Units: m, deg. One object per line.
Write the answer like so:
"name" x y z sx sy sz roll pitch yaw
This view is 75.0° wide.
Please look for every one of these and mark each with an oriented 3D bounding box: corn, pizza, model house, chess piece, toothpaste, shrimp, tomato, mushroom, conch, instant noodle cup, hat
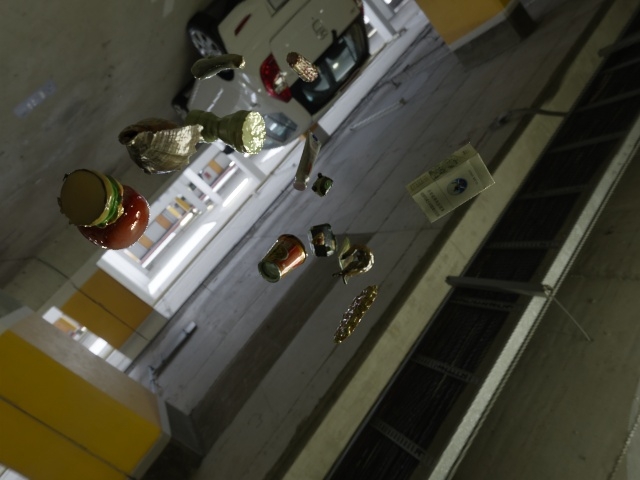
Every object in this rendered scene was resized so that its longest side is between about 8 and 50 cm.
"corn" -0.085 -0.840 2.015 0.092 0.092 0.280 -41 173 16
"pizza" 0.000 0.000 2.151 0.083 0.078 0.025 -49 -144 11
"model house" 0.028 -0.006 2.573 0.170 0.193 0.211 -10 -175 -11
"chess piece" -0.547 -0.630 2.349 0.442 0.234 0.234 15 -127 24
"toothpaste" -0.057 -0.361 1.874 0.066 0.100 0.323 -17 -135 37
"shrimp" 0.156 0.092 1.928 0.254 0.145 0.059 -9 -170 -35
"tomato" -0.959 -0.104 1.955 0.321 0.321 0.321 -41 -162 16
"mushroom" -0.471 -0.797 1.904 0.278 0.096 0.099 -6 -121 22
"conch" -0.578 -0.340 1.526 0.297 0.210 0.352 -11 -154 9
"instant noodle cup" -0.197 0.096 2.055 0.193 0.193 0.212 -30 -170 41
"hat" 0.001 -0.204 1.529 0.077 0.059 0.076 -59 -158 11

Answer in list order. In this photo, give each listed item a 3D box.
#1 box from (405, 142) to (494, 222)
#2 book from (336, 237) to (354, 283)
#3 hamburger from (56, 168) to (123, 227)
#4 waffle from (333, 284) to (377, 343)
"box" 0.449 -0.195 1.451 0.256 0.164 0.069 -34 -142 17
"book" 0.143 0.115 2.339 0.024 0.228 0.160 8 -131 23
"hamburger" -0.849 -0.154 1.583 0.237 0.237 0.149 -43 170 10
"waffle" 0.157 0.327 1.871 0.300 0.058 0.281 -53 178 -39
